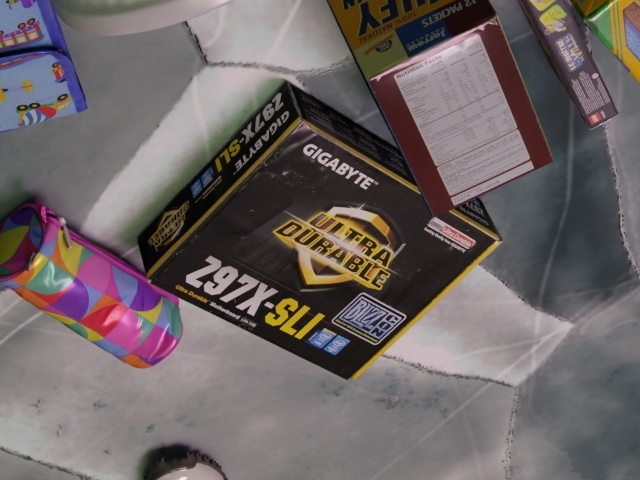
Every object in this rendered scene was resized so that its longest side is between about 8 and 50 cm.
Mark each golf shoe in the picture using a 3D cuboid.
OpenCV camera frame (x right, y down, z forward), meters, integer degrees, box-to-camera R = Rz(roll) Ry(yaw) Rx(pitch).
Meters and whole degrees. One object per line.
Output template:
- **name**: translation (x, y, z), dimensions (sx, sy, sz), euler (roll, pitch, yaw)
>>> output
- **golf shoe**: translation (-0.151, 0.377, 2.162), dimensions (0.105, 0.120, 0.272), euler (-14, 132, -5)

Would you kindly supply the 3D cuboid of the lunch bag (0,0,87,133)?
- **lunch bag**: translation (-0.353, -0.185, 1.605), dimensions (0.221, 0.138, 0.293), euler (-17, 146, -4)

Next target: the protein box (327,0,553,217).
- **protein box**: translation (0.110, -0.175, 1.703), dimensions (0.136, 0.199, 0.201), euler (-26, 134, 4)

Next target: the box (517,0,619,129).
- **box**: translation (0.238, -0.219, 1.769), dimensions (0.036, 0.114, 0.207), euler (-29, 134, 7)

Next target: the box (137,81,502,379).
- **box**: translation (0.000, 0.000, 1.908), dimensions (0.322, 0.079, 0.257), euler (29, 118, -37)

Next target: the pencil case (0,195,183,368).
- **pencil case**: translation (-0.250, 0.049, 1.850), dimensions (0.104, 0.104, 0.236), euler (-38, 133, 15)

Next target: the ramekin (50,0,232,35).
- **ramekin**: translation (-0.129, -0.301, 1.474), dimensions (0.273, 0.273, 0.127), euler (-25, 123, 3)

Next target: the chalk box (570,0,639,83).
- **chalk box**: translation (0.351, -0.240, 1.778), dimensions (0.132, 0.132, 0.213), euler (-38, 130, 14)
